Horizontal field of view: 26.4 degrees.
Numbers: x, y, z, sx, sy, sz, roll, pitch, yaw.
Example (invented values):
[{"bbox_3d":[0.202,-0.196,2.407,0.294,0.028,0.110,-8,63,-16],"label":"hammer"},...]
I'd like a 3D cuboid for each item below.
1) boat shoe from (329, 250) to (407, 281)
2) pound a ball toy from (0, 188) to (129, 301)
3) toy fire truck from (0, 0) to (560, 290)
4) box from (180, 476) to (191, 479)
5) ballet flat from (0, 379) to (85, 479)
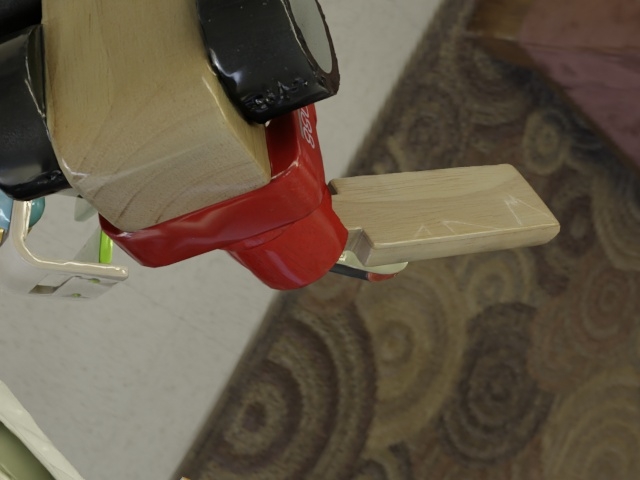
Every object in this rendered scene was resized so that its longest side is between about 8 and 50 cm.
[{"bbox_3d":[0.000,0.000,1.047,0.137,0.043,0.049,15,77,-12],"label":"boat shoe"},{"bbox_3d":[-0.268,-0.055,1.361,0.136,0.319,0.208,8,81,-17],"label":"pound a ball toy"},{"bbox_3d":[-0.015,-0.078,0.561,0.158,0.217,0.246,-19,147,13],"label":"toy fire truck"},{"bbox_3d":[-0.159,0.365,1.735,0.081,0.136,0.028,-53,157,-4],"label":"box"},{"bbox_3d":[-0.327,0.205,1.280,0.400,0.139,0.139,41,73,3],"label":"ballet flat"}]
